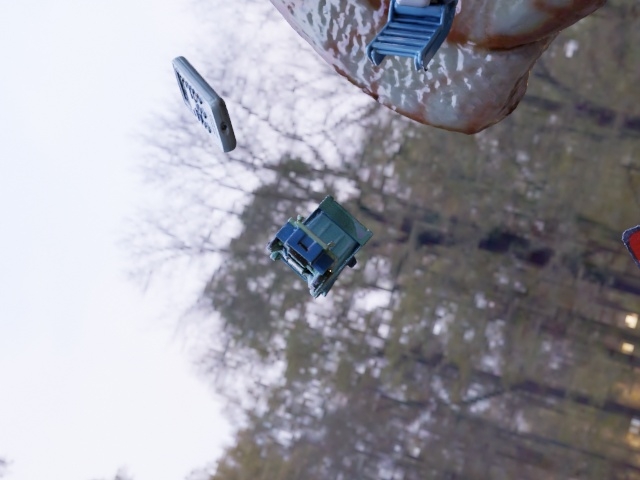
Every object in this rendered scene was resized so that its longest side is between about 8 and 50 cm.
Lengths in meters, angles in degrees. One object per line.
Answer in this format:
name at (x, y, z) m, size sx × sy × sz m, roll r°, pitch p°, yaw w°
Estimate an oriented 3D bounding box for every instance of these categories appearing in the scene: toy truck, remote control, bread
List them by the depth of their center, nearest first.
toy truck at (0.050, -0.127, 0.629) m, size 0.073 × 0.056 × 0.090 m, roll 48°, pitch -128°, yaw -70°
bread at (0.069, -0.243, 0.771) m, size 0.114 × 0.295 × 0.328 m, roll -49°, pitch -2°, yaw -36°
remote control at (-0.101, -0.119, 1.055) m, size 0.017 × 0.124 × 0.053 m, roll -24°, pitch -56°, yaw -11°
toy truck at (0.000, 0.000, 1.085) m, size 0.081 × 0.067 × 0.175 m, roll -48°, pitch -6°, yaw -4°

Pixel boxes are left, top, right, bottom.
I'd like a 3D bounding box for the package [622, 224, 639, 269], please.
package at (0.560, 0.074, 1.699) m, size 0.269 × 0.194 × 0.071 m, roll 47°, pitch -132°, yaw -20°
